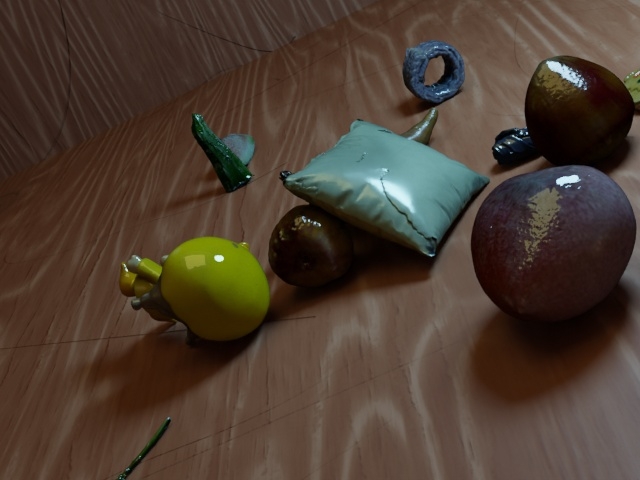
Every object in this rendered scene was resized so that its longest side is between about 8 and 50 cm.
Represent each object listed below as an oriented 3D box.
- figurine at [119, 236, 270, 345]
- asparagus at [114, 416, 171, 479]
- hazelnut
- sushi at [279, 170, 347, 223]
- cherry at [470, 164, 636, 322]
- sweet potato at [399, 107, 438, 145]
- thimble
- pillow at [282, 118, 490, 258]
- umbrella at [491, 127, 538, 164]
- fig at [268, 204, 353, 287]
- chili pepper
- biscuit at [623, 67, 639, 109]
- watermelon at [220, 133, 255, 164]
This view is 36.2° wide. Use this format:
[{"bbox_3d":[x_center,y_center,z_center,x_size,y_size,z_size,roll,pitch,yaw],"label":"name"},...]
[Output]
[{"bbox_3d":[-0.239,0.096,1.831,0.343,0.215,0.187,-10,59,52],"label":"figurine"},{"bbox_3d":[-0.290,0.346,1.588,0.016,0.013,0.166,28,46,12],"label":"asparagus"},{"bbox_3d":[0.453,-0.238,1.759,0.208,0.208,0.208,-23,23,10],"label":"hazelnut"},{"bbox_3d":[0.041,-0.102,1.993,0.287,0.149,0.140,-17,47,-32],"label":"sushi"},{"bbox_3d":[0.327,0.017,1.388,0.239,0.206,0.239,-16,60,30],"label":"cherry"},{"bbox_3d":[0.152,-0.182,2.157,0.314,0.066,0.072,-39,18,-19],"label":"sweet potato"},{"bbox_3d":[0.276,-0.416,2.411,0.150,0.150,0.098,-28,25,-1],"label":"thimble"},{"bbox_3d":[0.130,-0.106,1.825,0.312,0.119,0.310,24,35,17],"label":"pillow"},{"bbox_3d":[0.449,-0.215,1.894,0.248,0.071,0.071,-20,24,13],"label":"umbrella"},{"bbox_3d":[0.000,0.000,1.871,0.159,0.159,0.257,-19,5,20],"label":"fig"},{"bbox_3d":[-0.264,-0.234,2.518,0.088,0.227,0.059,-30,22,6],"label":"chili pepper"},{"bbox_3d":[0.666,-0.332,1.903,0.225,0.036,0.166,-39,19,-9],"label":"biscuit"},{"bbox_3d":[-0.236,-0.248,2.708,0.081,0.094,0.180,-21,8,23],"label":"watermelon"}]
